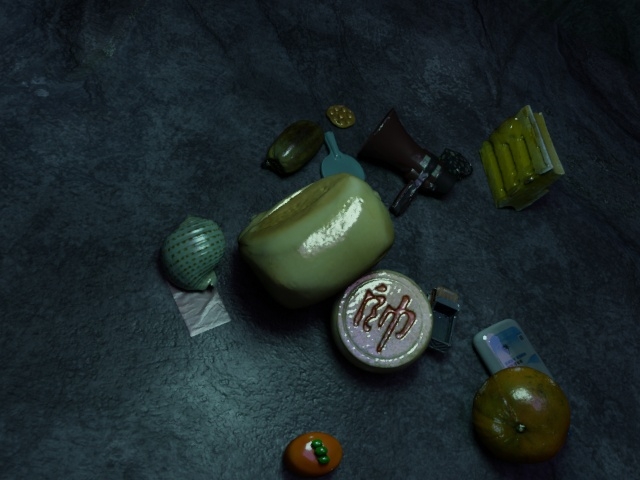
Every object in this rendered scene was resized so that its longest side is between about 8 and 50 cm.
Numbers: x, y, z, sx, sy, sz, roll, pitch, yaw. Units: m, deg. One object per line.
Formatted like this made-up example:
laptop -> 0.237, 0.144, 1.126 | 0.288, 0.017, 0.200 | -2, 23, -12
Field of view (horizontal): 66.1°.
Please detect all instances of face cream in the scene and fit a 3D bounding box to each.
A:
face cream -> 0.568, 0.390, 1.368 | 0.163, 0.080, 0.337 | -17, 65, -22

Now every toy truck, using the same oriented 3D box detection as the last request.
toy truck -> 0.335, 0.223, 1.391 | 0.083, 0.092, 0.192 | 23, 55, -1

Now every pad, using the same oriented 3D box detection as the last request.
pad -> -0.321, 0.149, 1.285 | 0.113, 0.006, 0.188 | -19, 67, -27

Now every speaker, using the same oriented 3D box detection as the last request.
speaker -> 0.283, -0.249, 1.623 | 0.329, 0.198, 0.259 | 41, 43, 0

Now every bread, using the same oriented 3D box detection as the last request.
bread -> 0.000, 0.000, 1.270 | 0.376, 0.348, 0.253 | -38, 111, -12
bread -> 0.073, -0.446, 1.765 | 0.110, 0.024, 0.110 | 9, 57, -14

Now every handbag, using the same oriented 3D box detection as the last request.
handbag -> 0.496, -0.264, 1.768 | 0.139, 0.072, 0.115 | 1, 56, -32

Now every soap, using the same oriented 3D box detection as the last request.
soap -> 0.700, -0.284, 1.725 | 0.143, 0.259, 0.281 | 9, 59, -19

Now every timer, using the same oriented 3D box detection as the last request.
timer -> -0.013, 0.479, 1.108 | 0.136, 0.136, 0.099 | -6, 56, -20

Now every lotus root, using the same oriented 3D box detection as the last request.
lotus root -> -0.075, -0.302, 1.572 | 0.124, 0.123, 0.241 | 41, 58, -1

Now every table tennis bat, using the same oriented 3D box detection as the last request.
table tennis bat -> 0.061, -0.261, 1.641 | 0.152, 0.040, 0.244 | -10, 67, -24

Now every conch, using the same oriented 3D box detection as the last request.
conch -> -0.326, 0.024, 1.281 | 0.172, 0.131, 0.200 | -14, 60, -29

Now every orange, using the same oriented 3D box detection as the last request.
orange -> 0.499, 0.437, 1.228 | 0.240, 0.171, 0.240 | -1, 86, 20

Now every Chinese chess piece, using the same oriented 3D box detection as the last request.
Chinese chess piece -> 0.159, 0.210, 1.290 | 0.270, 0.112, 0.270 | 1, 75, -4
